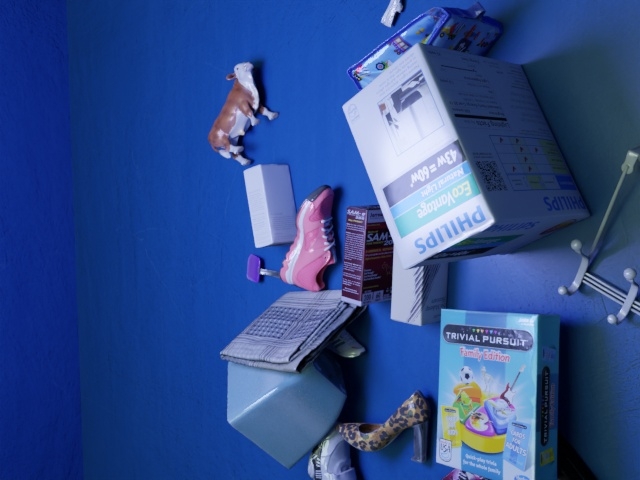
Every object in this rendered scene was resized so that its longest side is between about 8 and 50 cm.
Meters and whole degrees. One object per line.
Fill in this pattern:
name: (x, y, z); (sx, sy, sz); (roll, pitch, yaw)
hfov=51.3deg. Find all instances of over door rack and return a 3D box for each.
over door rack: (0.596, 0.017, 1.202); (0.239, 0.108, 0.324); (36, 118, 37)

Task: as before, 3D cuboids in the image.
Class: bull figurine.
bull figurine: (-0.239, -0.381, 2.013); (0.188, 0.101, 0.310); (50, 126, 28)

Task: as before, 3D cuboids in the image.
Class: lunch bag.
lunch bag: (0.242, -0.402, 1.438); (0.293, 0.221, 0.138); (-42, 65, 40)

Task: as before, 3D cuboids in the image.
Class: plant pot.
plant pot: (-0.074, 0.400, 1.785); (0.252, 0.248, 0.247); (-37, 27, 14)

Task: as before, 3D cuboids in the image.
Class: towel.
towel: (-0.075, 0.228, 1.775); (0.324, 0.312, 0.056); (-1, 119, 44)

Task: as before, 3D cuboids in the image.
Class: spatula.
spatula: (-0.139, 0.102, 2.008); (0.296, 0.030, 0.084); (12, 100, 44)

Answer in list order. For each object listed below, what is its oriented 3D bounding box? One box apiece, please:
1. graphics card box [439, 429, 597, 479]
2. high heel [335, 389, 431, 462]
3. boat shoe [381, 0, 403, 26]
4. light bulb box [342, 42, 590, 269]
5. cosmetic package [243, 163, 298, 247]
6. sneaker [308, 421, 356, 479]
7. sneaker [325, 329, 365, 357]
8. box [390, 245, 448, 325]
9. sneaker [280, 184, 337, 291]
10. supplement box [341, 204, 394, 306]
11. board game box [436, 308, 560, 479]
graphics card box: (0.412, 0.562, 1.451); (0.371, 0.094, 0.233); (-52, 58, 34)
high heel: (0.156, 0.442, 1.687); (0.261, 0.093, 0.186); (6, 105, 27)
boat shoe: (0.185, -0.567, 1.618); (0.035, 0.035, 0.100); (33, 116, 8)
light bulb box: (0.289, -0.158, 1.317); (0.225, 0.358, 0.361); (-33, 69, 44)
cosmetic package: (-0.140, -0.100, 1.930); (0.085, 0.117, 0.231); (-15, 82, 44)
sneaker: (0.077, 0.681, 1.780); (0.210, 0.137, 0.365); (13, 100, 36)
sneaker: (0.056, 0.264, 1.807); (0.161, 0.057, 0.075); (15, 110, 47)
box: (0.236, 0.054, 1.568); (0.094, 0.113, 0.275); (8, 101, 44)
sneaker: (0.000, 0.000, 1.826); (0.136, 0.116, 0.314); (28, 116, 22)
supplement box: (0.126, 0.034, 1.664); (0.073, 0.130, 0.239); (12, 103, 45)
board game box: (0.361, 0.315, 1.379); (0.254, 0.079, 0.336); (-4, 82, 53)
